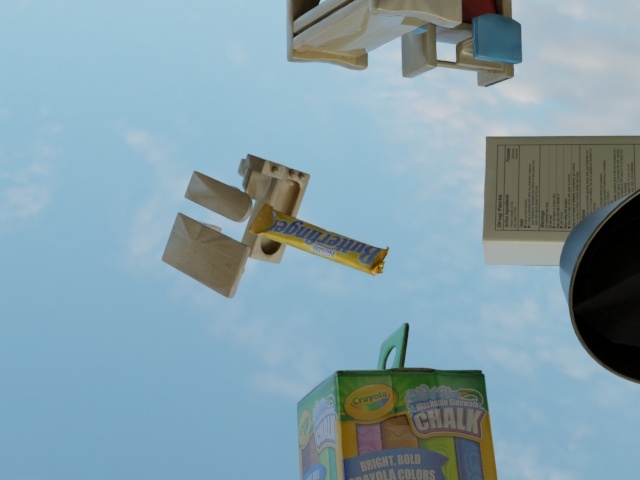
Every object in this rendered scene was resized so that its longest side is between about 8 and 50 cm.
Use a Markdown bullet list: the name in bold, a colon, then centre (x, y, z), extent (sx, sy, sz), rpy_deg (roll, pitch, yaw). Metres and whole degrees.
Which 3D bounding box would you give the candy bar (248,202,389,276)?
- **candy bar**: centre (0.000, 0.000, 0.995), extent (0.162, 0.018, 0.040), rpy_deg (20, -115, 19)

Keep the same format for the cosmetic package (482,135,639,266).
- **cosmetic package**: centre (0.377, -0.051, 1.225), extent (0.310, 0.113, 0.160), rpy_deg (2, -108, 13)

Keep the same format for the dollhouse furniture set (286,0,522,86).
- **dollhouse furniture set**: centre (0.084, -0.197, 0.655), extent (0.184, 0.128, 0.129), rpy_deg (2, 175, -28)

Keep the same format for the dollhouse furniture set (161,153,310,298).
- **dollhouse furniture set**: centre (-0.061, -0.014, 1.005), extent (0.151, 0.144, 0.123), rpy_deg (15, -173, -46)

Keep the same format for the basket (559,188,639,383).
- **basket**: centre (0.289, 0.025, 0.769), extent (0.154, 0.204, 0.227), rpy_deg (60, -176, 3)

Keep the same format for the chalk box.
- **chalk box**: centre (0.058, 0.177, 0.748), extent (0.132, 0.132, 0.212), rpy_deg (2, -113, -15)
